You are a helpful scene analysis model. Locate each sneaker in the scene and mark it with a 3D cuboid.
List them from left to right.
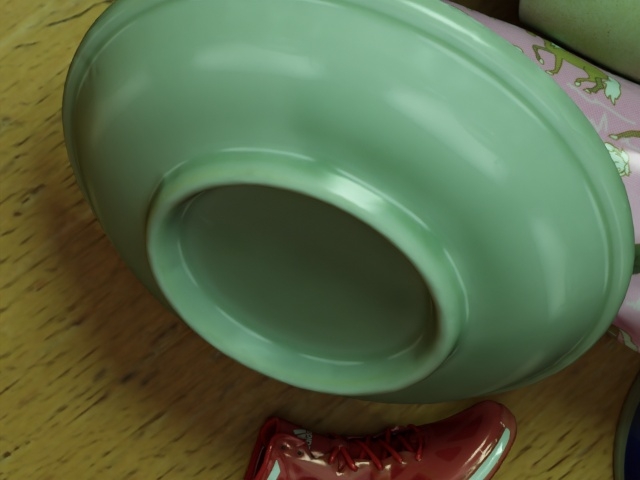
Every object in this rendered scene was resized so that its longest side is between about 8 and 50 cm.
[{"bbox_3d":[0.033,0.166,1.318,0.221,0.087,0.128,-38,105,0],"label":"sneaker"}]

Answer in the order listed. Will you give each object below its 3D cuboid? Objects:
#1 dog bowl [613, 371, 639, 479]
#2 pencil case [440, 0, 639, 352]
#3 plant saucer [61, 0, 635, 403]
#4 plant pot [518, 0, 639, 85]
[{"bbox_3d":[0.370,0.176,1.354,0.265,0.104,0.264,-2,102,-7],"label":"dog bowl"},{"bbox_3d":[0.150,-0.043,1.222,0.386,0.167,0.160,24,53,0],"label":"pencil case"},{"bbox_3d":[0.000,0.000,1.145,0.400,0.400,0.100,34,52,-12],"label":"plant saucer"},{"bbox_3d":[0.284,-0.192,1.217,0.274,0.256,0.256,9,100,8],"label":"plant pot"}]
